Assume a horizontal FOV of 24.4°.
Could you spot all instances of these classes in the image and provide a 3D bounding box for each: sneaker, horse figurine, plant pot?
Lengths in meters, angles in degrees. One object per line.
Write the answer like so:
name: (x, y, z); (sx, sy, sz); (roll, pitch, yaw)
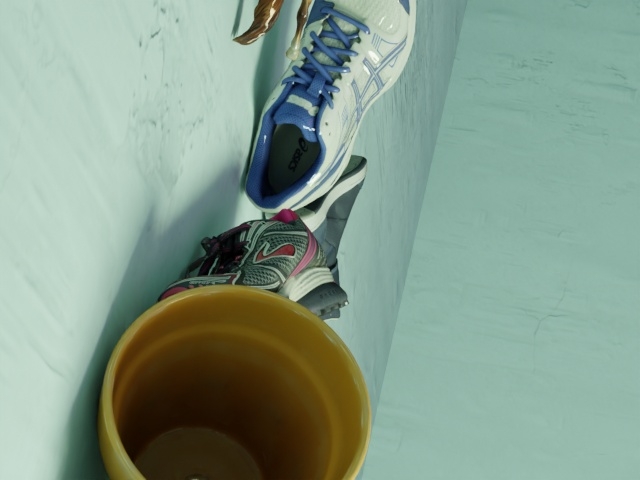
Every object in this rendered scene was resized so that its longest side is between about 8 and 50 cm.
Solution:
sneaker: (0.010, -0.155, 1.491); (0.131, 0.112, 0.296); (-43, 155, -66)
horse figurine: (-0.019, -0.289, 1.403); (0.263, 0.066, 0.174); (-75, 178, -45)
sneaker: (-0.002, 0.000, 1.743); (0.226, 0.086, 0.163); (-48, 139, -55)
sneaker: (-0.077, 0.041, 1.342); (0.112, 0.121, 0.299); (67, 18, 3)
plant pot: (-0.082, 0.169, 1.182); (0.188, 0.205, 0.205); (115, -6, -54)
